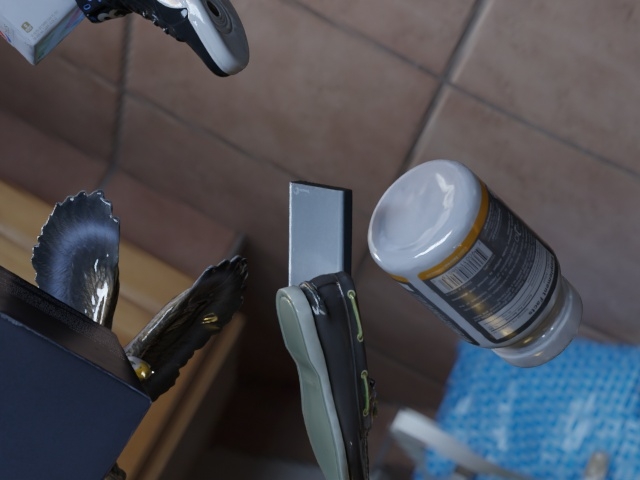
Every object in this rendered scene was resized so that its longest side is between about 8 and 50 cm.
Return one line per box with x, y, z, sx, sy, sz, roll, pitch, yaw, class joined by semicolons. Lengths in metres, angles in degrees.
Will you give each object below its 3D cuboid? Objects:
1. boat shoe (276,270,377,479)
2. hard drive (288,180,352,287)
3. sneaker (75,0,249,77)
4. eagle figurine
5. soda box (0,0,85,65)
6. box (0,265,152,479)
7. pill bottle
0.020;0.139;1.557;0.081;0.069;0.227;33;139;59;boat shoe
0.000;0.000;2.007;0.022;0.135;0.094;-9;-166;-42;hard drive
-0.161;-0.222;1.606;0.217;0.121;0.079;60;-158;15;sneaker
-0.234;0.123;1.927;0.225;0.298;0.226;10;163;29;eagle figurine
-0.238;-0.280;1.694;0.069;0.216;0.074;42;166;1;soda box
-0.323;0.202;1.604;0.183;0.296;0.294;32;-179;-15;box
0.198;0.036;2.081;0.162;0.162;0.278;1;149;46;pill bottle
